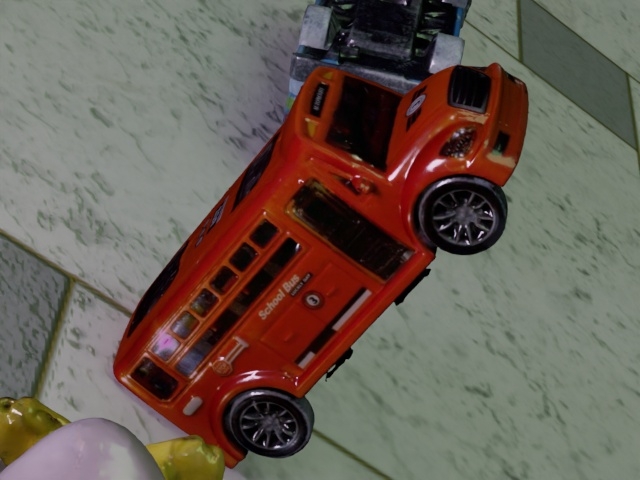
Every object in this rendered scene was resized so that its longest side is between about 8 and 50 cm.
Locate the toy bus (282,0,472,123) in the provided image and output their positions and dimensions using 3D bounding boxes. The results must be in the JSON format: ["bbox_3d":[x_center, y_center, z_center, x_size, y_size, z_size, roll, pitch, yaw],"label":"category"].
[{"bbox_3d":[0.040,-0.124,1.241,0.116,0.134,0.234,11,32,3],"label":"toy bus"}]

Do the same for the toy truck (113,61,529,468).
[{"bbox_3d":[0.000,0.000,0.917,0.114,0.253,0.107,34,31,-11],"label":"toy truck"}]

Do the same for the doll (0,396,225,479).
[{"bbox_3d":[-0.111,0.182,0.682,0.160,0.094,0.365,13,34,-5],"label":"doll"}]
